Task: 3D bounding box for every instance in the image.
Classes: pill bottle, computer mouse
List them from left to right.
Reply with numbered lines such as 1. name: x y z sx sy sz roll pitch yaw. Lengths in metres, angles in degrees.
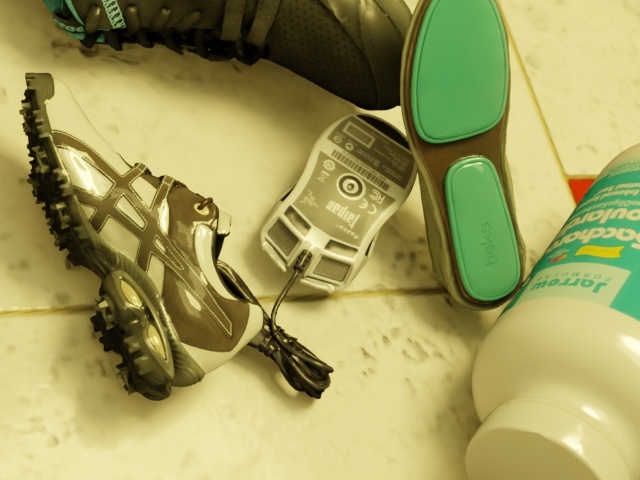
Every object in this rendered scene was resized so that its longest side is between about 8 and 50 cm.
1. computer mouse: 0.000 0.000 0.926 0.106 0.042 0.193 34 56 1
2. pill bottle: 0.186 0.062 0.914 0.146 0.146 0.264 40 50 1

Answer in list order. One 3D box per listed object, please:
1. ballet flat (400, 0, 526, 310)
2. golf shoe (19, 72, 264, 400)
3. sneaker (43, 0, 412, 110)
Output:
1. ballet flat: 0.082 -0.061 0.932 0.072 0.068 0.213 -12 106 -13
2. golf shoe: -0.103 -0.012 0.847 0.094 0.077 0.198 -24 83 -17
3. sneaker: -0.093 -0.161 0.949 0.341 0.125 0.140 30 71 -4
